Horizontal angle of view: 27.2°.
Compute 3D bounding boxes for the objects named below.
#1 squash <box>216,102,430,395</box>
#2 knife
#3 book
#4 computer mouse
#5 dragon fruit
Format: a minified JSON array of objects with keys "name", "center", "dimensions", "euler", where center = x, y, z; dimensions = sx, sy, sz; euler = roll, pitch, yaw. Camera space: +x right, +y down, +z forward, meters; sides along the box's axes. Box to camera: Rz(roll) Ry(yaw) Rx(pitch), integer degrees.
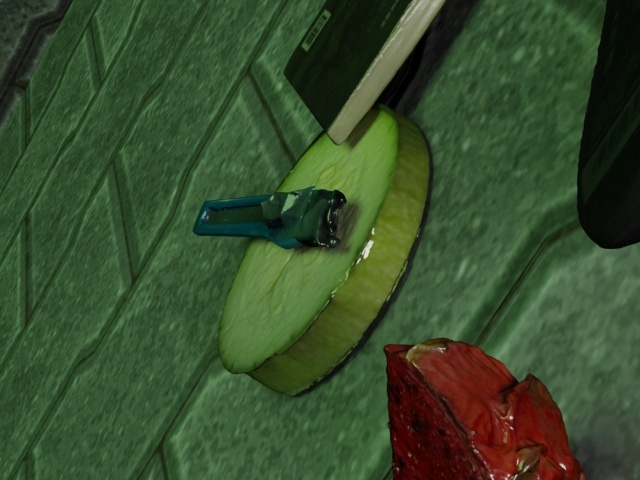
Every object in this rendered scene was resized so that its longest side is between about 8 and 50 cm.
[{"name":"squash","center":[0.004,0.003,0.932],"dimensions":[0.219,0.041,0.219],"euler":[-47,24,29]},{"name":"knife","center":[-0.046,-0.015,0.975],"dimensions":[0.296,0.026,0.044],"euler":[0,73,66]},{"name":"book","center":[0.034,-0.168,1.017],"dimensions":[0.160,0.024,0.228],"euler":[-55,19,10]},{"name":"computer mouse","center":[0.177,-0.103,0.582],"dimensions":[0.147,0.088,0.264],"euler":[116,168,-60]},{"name":"dragon fruit","center":[0.086,0.120,0.568],"dimensions":[0.106,0.083,0.162],"euler":[34,131,51]}]
